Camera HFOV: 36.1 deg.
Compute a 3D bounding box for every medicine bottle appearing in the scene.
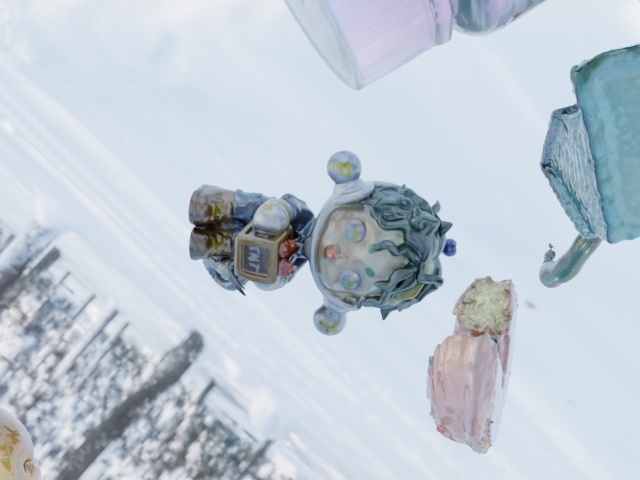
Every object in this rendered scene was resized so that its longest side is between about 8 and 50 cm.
[{"bbox_3d":[0.107,-0.298,0.894,0.241,0.302,0.241,58,178,3],"label":"medicine bottle"}]

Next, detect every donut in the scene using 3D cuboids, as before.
[{"bbox_3d":[0.193,0.163,1.243,0.085,0.233,0.199,6,112,18],"label":"donut"}]

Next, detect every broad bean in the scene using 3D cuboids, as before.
[{"bbox_3d":[0.471,0.007,1.802,0.049,0.144,0.292,28,148,-4],"label":"broad bean"}]

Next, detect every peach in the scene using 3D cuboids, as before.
[{"bbox_3d":[-0.427,0.275,1.173,0.184,0.184,0.184,38,166,12],"label":"peach"}]

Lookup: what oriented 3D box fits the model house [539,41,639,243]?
[{"bbox_3d":[0.423,-0.148,1.207,0.249,0.280,0.230,-96,-8,-77],"label":"model house"}]

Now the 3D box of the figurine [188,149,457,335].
[{"bbox_3d":[0.000,-0.003,1.390,0.382,0.186,0.261,7,121,10],"label":"figurine"}]
